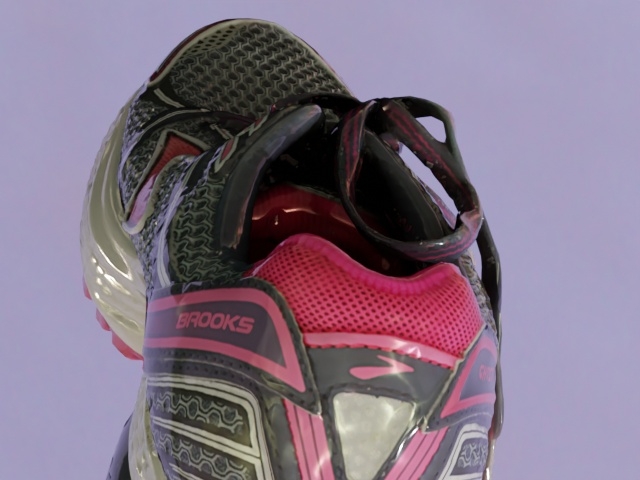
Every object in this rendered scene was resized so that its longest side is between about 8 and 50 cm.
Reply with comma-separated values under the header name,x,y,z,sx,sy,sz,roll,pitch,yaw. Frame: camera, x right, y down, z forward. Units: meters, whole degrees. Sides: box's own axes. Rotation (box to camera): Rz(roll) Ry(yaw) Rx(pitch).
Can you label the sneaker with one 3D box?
name,x,y,z,sx,sy,sz,roll,pitch,yaw
sneaker,0.000,0.000,0.555,0.121,0.112,0.299,8,-155,-13
